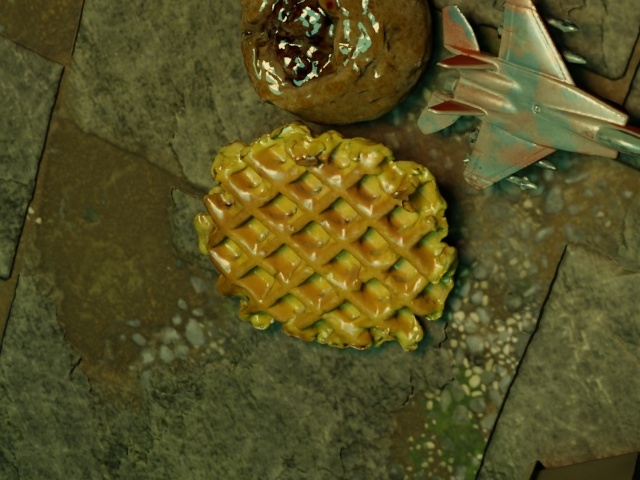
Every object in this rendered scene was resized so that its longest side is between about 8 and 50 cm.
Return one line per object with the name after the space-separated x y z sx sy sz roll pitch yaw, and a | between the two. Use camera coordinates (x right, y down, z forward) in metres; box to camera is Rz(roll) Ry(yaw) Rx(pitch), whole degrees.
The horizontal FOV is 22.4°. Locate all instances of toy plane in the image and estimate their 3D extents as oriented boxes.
0.259 -0.134 1.704 0.326 0.104 0.223 19 113 17 | toy plane

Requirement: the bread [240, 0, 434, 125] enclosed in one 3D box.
0.008 -0.230 1.793 0.230 0.123 0.230 9 111 24 | bread

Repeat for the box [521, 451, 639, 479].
0.297 0.327 1.749 0.135 0.243 0.163 -18 95 19 | box

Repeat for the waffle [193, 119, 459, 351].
0.000 0.000 1.852 0.325 0.068 0.302 7 126 17 | waffle
